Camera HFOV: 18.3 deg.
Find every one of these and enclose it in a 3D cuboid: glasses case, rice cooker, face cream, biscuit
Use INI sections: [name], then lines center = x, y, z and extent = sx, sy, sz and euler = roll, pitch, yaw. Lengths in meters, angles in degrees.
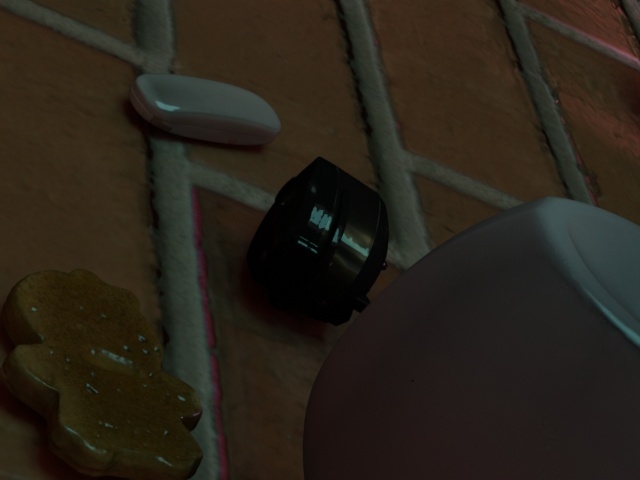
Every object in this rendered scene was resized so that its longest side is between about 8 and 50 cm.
[glasses case]
center = -0.107, -0.123, 1.865
extent = 0.164, 0.041, 0.063
euler = 5, 38, -42
[rice cooker]
center = 0.000, 0.000, 1.716
extent = 0.106, 0.112, 0.165
euler = 30, 28, -21
[face cream]
center = 0.133, 0.167, 1.334
extent = 0.312, 0.357, 0.219
euler = 39, 28, 8
[biscuit]
center = -0.167, 0.097, 1.466
extent = 0.166, 0.036, 0.225
euler = 13, 32, -36
